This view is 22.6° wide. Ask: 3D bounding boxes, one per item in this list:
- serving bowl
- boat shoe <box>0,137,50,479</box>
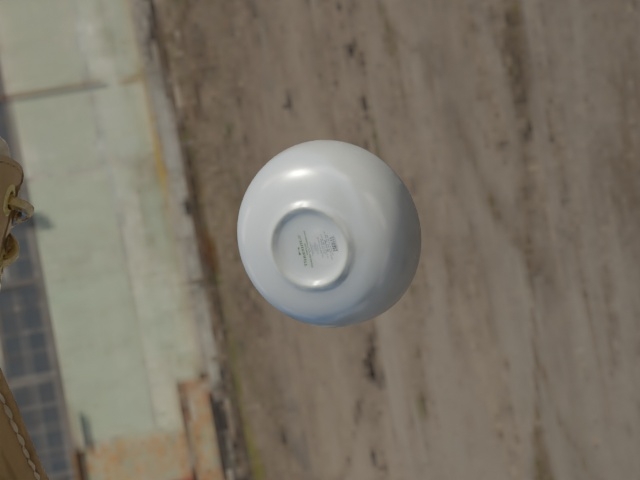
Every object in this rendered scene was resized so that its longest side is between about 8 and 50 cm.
[{"bbox_3d":[0.000,0.000,0.686,0.027,0.083,0.083,-34,-63,-66],"label":"serving bowl"},{"bbox_3d":[-0.091,-0.007,0.339,0.063,0.059,0.170,15,135,50],"label":"boat shoe"}]
